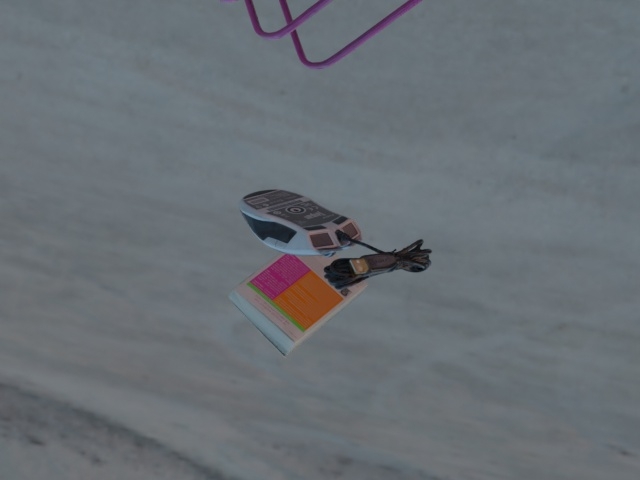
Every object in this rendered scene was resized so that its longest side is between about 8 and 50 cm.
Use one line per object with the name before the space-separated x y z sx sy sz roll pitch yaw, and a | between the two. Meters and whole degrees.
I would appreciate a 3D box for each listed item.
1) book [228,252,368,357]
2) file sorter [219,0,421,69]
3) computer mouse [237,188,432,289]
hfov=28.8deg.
book | -0.024 0.057 1.431 0.096 0.144 0.035 44 138 11
file sorter | -0.046 -0.315 1.108 0.182 0.202 0.291 -34 141 21
computer mouse | 0.000 0.000 1.136 0.106 0.042 0.193 -17 -150 -38
